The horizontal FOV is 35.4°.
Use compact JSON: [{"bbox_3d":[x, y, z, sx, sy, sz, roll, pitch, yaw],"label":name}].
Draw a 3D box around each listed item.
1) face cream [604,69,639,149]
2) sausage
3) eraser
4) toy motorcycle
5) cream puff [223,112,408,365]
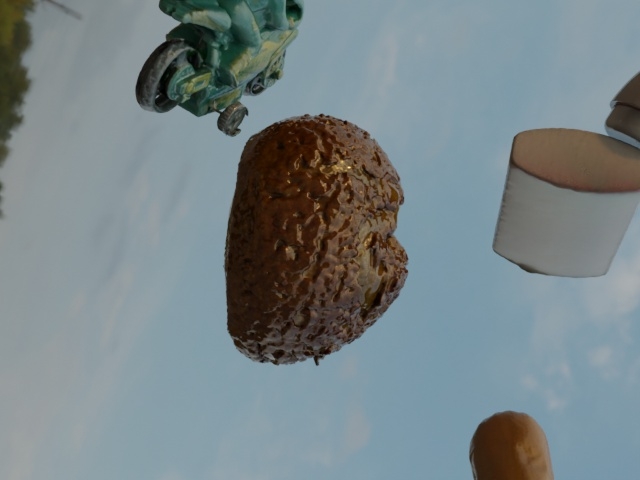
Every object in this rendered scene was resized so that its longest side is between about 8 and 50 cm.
[{"bbox_3d":[0.429,-0.160,1.277,0.104,0.117,0.117,-57,-155,0],"label":"face cream"},{"bbox_3d":[0.255,0.359,1.297,0.112,0.112,0.328,-52,-163,31],"label":"sausage"},{"bbox_3d":[0.333,-0.044,1.367,0.270,0.174,0.094,79,23,-65],"label":"eraser"},{"bbox_3d":[-0.091,-0.223,1.089,0.296,0.109,0.198,-35,154,-59],"label":"toy motorcycle"},{"bbox_3d":[0.000,0.000,1.191,0.303,0.212,0.303,5,90,-80],"label":"cream puff"}]
